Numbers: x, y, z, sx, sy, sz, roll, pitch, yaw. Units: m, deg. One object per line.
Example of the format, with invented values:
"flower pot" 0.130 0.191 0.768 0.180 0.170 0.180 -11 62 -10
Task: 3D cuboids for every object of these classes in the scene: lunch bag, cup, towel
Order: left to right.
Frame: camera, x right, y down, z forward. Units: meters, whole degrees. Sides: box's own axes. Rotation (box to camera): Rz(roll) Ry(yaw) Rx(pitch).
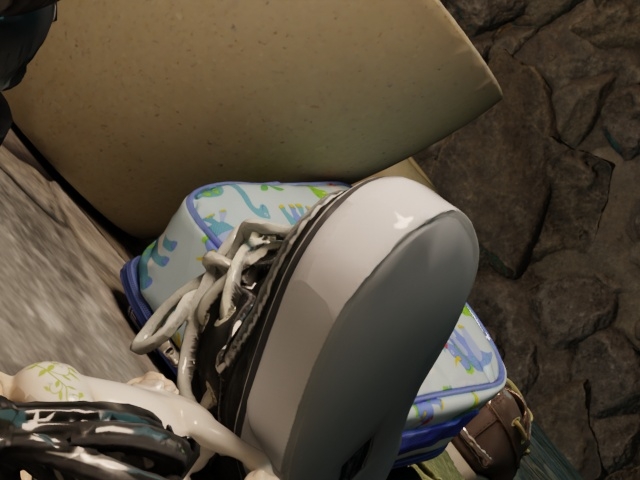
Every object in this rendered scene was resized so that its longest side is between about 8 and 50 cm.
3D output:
"cup" -0.080 -0.139 1.086 0.331 0.237 0.331 49 5 -5
"lunch bag" 0.002 0.053 0.969 0.176 0.090 0.219 50 24 19
"towel" 0.088 0.190 1.437 0.110 0.027 0.148 47 7 -26

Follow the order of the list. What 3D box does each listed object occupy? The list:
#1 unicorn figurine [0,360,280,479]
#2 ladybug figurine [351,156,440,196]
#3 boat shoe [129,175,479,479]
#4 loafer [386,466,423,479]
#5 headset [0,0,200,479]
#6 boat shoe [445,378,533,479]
"unicorn figurine" -0.067 0.077 0.625 0.162 0.060 0.111 39 3 -46
"ladybug figurine" 0.004 -0.087 1.937 0.305 0.162 0.449 52 5 18
"boat shoe" -0.013 0.045 0.725 0.105 0.113 0.306 42 -18 15
"loafer" 0.028 0.154 1.044 0.170 0.062 0.061 -102 -168 -73
"headset" -0.113 -0.099 0.595 0.185 0.243 0.394 20 49 -24
"boat shoe" 0.173 0.193 1.772 0.116 0.097 0.324 52 5 14
